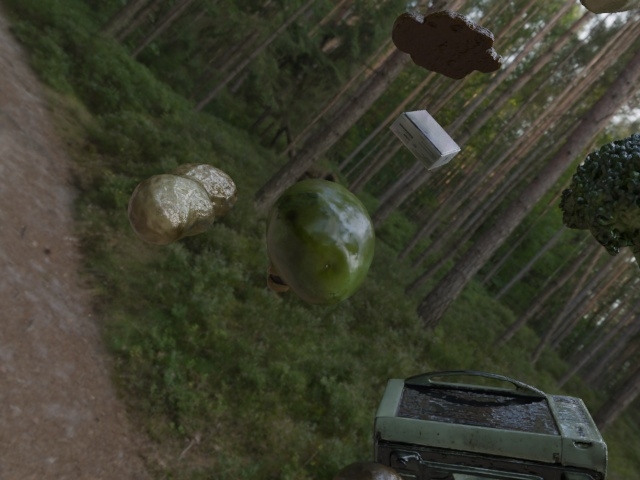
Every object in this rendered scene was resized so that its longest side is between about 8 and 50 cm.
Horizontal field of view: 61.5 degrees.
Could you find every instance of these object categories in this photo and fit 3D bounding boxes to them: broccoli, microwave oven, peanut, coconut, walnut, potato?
[{"bbox_3d":[0.566,-0.060,0.901,0.338,0.277,0.318,-84,149,-60],"label":"broccoli"},{"bbox_3d":[0.307,0.456,1.037,0.393,0.333,0.247,2,12,15],"label":"microwave oven"},{"bbox_3d":[-0.192,-0.057,0.776,0.104,0.086,0.228,38,25,-1],"label":"peanut"},{"bbox_3d":[0.649,-0.574,1.160,0.161,0.161,0.162,47,-13,-15],"label":"coconut"},{"bbox_3d":[0.075,0.398,0.792,0.140,0.140,0.162,46,-11,3],"label":"walnut"},{"bbox_3d":[0.001,-0.003,0.990,0.216,0.216,0.304,47,2,-15],"label":"potato"}]

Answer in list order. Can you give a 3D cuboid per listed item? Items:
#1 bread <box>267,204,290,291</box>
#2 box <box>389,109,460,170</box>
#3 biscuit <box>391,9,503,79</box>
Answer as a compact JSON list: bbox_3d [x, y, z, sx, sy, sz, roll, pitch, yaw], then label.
[{"bbox_3d":[-0.069,0.017,1.367,0.081,0.134,0.225,-162,-109,-79],"label":"bread"},{"bbox_3d":[0.238,-0.229,1.210,0.130,0.051,0.129,51,34,10],"label":"box"},{"bbox_3d":[0.320,-0.496,1.352,0.290,0.041,0.208,19,-16,-4],"label":"biscuit"}]
